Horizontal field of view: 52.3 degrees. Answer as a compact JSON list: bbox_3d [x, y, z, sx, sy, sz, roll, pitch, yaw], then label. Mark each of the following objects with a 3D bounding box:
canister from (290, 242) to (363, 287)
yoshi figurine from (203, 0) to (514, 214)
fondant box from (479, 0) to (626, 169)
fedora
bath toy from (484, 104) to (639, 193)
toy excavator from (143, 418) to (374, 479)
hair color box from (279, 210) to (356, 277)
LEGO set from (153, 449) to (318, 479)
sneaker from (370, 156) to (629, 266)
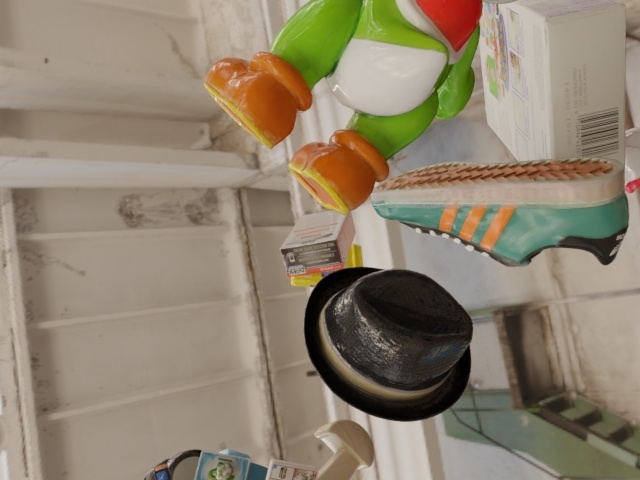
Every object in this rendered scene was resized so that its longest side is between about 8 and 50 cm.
[{"bbox_3d":[0.014,0.061,1.600,0.170,0.073,0.126,5,-132,-8],"label":"canister"},{"bbox_3d":[0.074,-0.211,0.562,0.203,0.362,0.203,43,180,17],"label":"yoshi figurine"},{"bbox_3d":[0.306,-0.227,0.903,0.330,0.096,0.238,-97,-7,-61],"label":"fondant box"},{"bbox_3d":[0.143,0.152,1.146,0.334,0.152,0.334,10,-124,-15],"label":"fedora"},{"bbox_3d":[0.469,-0.198,1.182,0.348,0.151,0.129,29,-112,-11],"label":"bath toy"},{"bbox_3d":[-0.128,0.540,1.338,0.445,0.222,0.433,24,-122,-16],"label":"toy excavator"},{"bbox_3d":[0.000,0.000,1.061,0.167,0.093,0.053,-61,-41,-68],"label":"hair color box"},{"bbox_3d":[-0.143,0.410,0.990,0.244,0.060,0.182,15,-95,-14],"label":"LEGO set"},{"bbox_3d":[0.194,-0.024,0.760,0.108,0.302,0.121,-36,-60,-45],"label":"sneaker"}]
